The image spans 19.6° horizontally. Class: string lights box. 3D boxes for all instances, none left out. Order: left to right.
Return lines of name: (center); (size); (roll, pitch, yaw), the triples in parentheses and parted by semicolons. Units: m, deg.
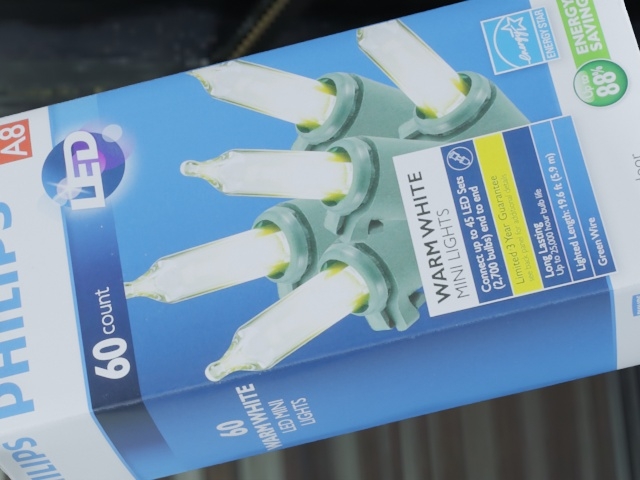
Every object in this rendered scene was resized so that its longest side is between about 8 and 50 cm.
string lights box: (0.000, 0.000, 0.694); (0.259, 0.133, 0.077); (-14, -28, 3)
